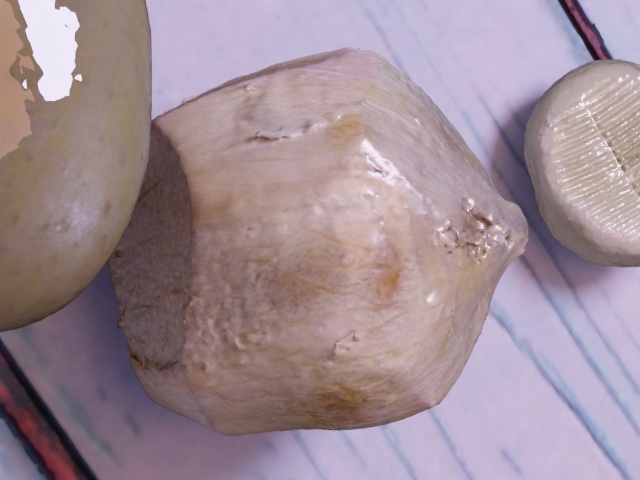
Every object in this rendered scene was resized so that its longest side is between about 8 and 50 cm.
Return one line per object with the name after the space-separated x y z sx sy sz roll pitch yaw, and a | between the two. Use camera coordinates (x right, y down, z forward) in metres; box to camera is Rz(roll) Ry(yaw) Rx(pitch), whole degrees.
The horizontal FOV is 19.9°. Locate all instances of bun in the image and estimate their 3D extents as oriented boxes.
0.163 -0.041 1.002 0.115 0.069 0.115 1 80 -7 | bun

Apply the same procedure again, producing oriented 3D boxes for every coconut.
0.001 0.003 0.844 0.194 0.194 0.194 3 83 -27 | coconut

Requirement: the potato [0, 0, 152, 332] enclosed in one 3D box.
-0.230 -0.078 0.711 0.326 0.221 0.243 17 106 -20 | potato
